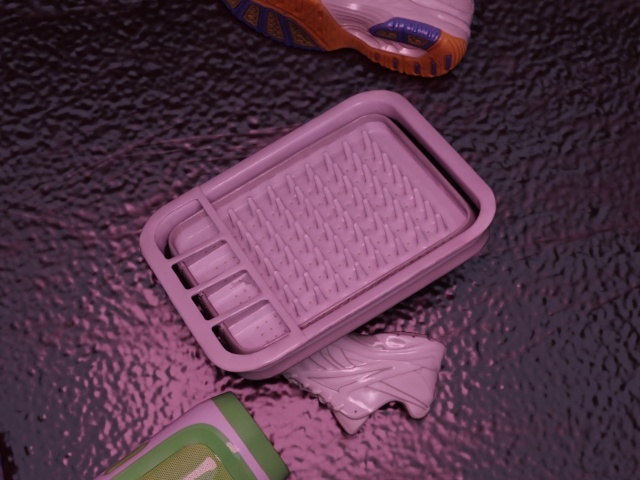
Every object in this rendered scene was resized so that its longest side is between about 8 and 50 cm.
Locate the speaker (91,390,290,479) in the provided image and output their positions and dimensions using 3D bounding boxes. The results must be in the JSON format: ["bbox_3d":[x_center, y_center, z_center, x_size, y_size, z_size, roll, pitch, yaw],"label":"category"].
[{"bbox_3d":[-0.181,0.285,1.754,0.296,0.131,0.131,-36,83,-7],"label":"speaker"}]

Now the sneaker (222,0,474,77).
[{"bbox_3d":[0.027,-0.280,1.877,0.297,0.112,0.131,19,63,0],"label":"sneaker"}]

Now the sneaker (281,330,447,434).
[{"bbox_3d":[0.016,0.147,1.803,0.232,0.090,0.115,6,84,0],"label":"sneaker"}]

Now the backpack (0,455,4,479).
[{"bbox_3d":[-0.375,0.242,1.766,0.084,0.105,0.114,-9,86,-2],"label":"backpack"}]

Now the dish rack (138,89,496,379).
[{"bbox_3d":[0.000,0.000,1.779,0.333,0.072,0.285,-31,43,-6],"label":"dish rack"}]
